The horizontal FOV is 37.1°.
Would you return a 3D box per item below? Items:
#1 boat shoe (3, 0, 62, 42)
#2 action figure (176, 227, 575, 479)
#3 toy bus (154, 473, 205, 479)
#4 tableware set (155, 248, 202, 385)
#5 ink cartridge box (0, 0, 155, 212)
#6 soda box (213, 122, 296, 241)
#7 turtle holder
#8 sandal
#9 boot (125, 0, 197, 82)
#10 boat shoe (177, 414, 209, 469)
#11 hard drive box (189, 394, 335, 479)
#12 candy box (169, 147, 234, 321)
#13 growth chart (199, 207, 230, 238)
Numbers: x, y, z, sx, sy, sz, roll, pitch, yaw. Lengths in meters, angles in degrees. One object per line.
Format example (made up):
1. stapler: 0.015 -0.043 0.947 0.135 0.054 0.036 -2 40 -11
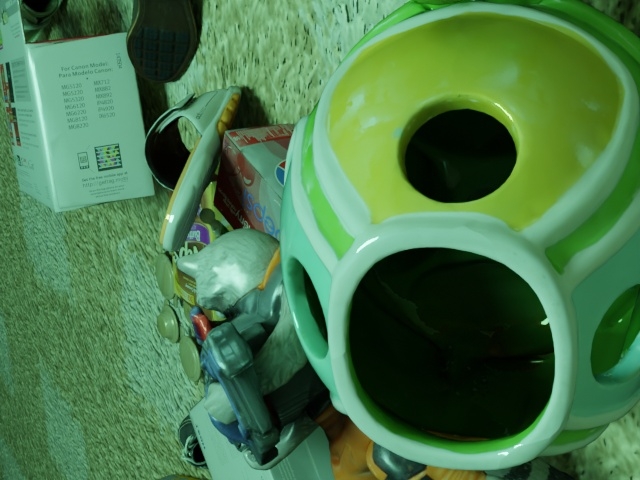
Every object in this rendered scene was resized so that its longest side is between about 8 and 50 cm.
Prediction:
1. boat shoe: -0.433 -0.362 1.407 0.094 0.109 0.302 63 144 17
2. action figure: 0.017 0.125 0.742 0.330 0.178 0.341 49 165 4
3. toy bus: -0.204 0.398 1.332 0.333 0.130 0.108 -15 91 59
4. tableware set: -0.189 0.103 1.292 0.169 0.020 0.141 45 136 42
5. ink cartridge box: -0.336 -0.193 1.257 0.309 0.130 0.271 -161 62 -64
6. soda box: 0.000 0.000 0.879 0.263 0.084 0.092 50 140 37
7. turtle holder: 0.098 -0.024 0.514 0.243 0.227 0.320 25 122 4
8. sandal: -0.139 -0.089 0.949 0.265 0.076 0.102 -78 9 -58
9. boot: -0.178 -0.280 1.086 0.219 0.082 0.106 110 162 -58
10. boat shoe: -0.154 0.264 1.258 0.206 0.065 0.075 -10 94 59
11. hard drive box: -0.054 0.233 1.033 0.181 0.089 0.232 68 155 12
12. candy box: -0.131 -0.004 1.122 0.109 0.053 0.186 32 130 48
13. growth chart: -0.023 0.080 0.928 0.237 0.021 0.172 49 180 36
